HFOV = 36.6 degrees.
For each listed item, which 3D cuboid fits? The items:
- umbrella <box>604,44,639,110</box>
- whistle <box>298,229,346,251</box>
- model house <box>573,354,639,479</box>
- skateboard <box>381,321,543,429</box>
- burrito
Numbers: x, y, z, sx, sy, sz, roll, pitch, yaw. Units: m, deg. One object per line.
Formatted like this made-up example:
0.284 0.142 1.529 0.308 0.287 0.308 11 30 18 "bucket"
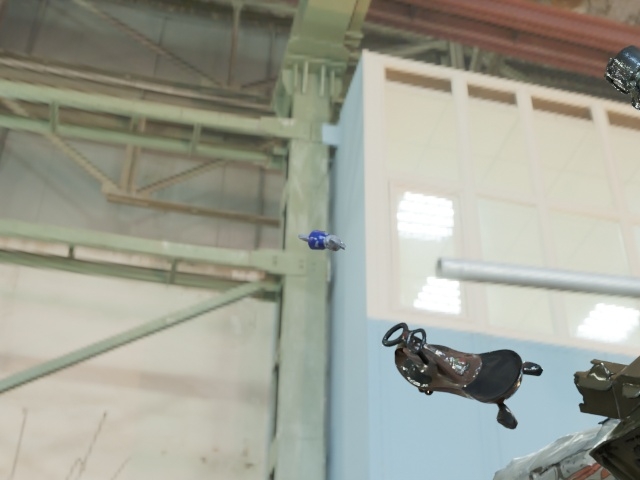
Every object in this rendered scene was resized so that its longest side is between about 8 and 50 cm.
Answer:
0.485 -0.147 1.167 0.154 0.336 0.128 -23 -39 1 "umbrella"
0.000 0.000 1.344 0.083 0.029 0.033 10 -17 44 "whistle"
0.345 0.170 0.864 0.243 0.211 0.204 5 -63 50 "model house"
0.124 0.118 0.908 0.151 0.067 0.080 8 -31 43 "skateboard"
0.383 0.341 1.447 0.139 0.101 0.445 -24 -14 -32 "burrito"
